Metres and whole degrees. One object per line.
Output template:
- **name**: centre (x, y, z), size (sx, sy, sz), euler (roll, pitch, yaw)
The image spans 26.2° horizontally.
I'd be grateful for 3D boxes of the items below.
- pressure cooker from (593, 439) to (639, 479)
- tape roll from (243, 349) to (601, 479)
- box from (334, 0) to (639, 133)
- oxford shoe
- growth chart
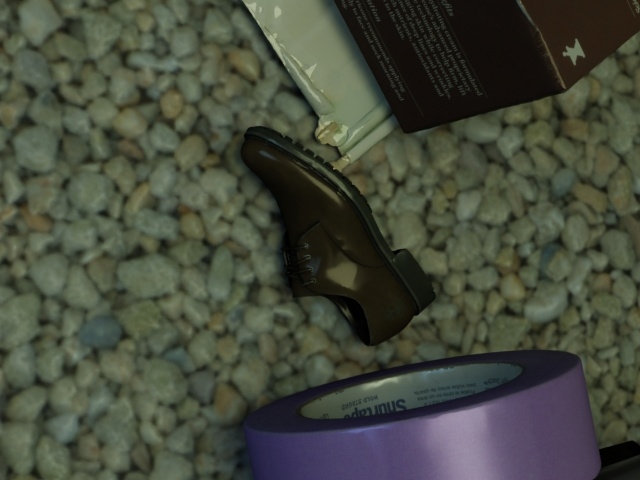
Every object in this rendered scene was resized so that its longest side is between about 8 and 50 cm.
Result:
- **pressure cooker**: centre (0.288, 0.361, 1.123), size (0.420, 0.370, 0.375), euler (-8, 92, -42)
- **tape roll**: centre (0.080, 0.160, 1.101), size (0.275, 0.275, 0.090), euler (-13, 92, -25)
- **box**: centre (0.147, -0.214, 1.174), size (0.167, 0.203, 0.168), euler (-38, 106, -34)
- **oxford shoe**: centre (0.000, 0.000, 1.180), size (0.096, 0.083, 0.227), euler (-44, 104, -16)
- **growth chart**: centre (0.018, -0.197, 1.231), size (0.172, 0.021, 0.237), euler (-34, 101, -23)
